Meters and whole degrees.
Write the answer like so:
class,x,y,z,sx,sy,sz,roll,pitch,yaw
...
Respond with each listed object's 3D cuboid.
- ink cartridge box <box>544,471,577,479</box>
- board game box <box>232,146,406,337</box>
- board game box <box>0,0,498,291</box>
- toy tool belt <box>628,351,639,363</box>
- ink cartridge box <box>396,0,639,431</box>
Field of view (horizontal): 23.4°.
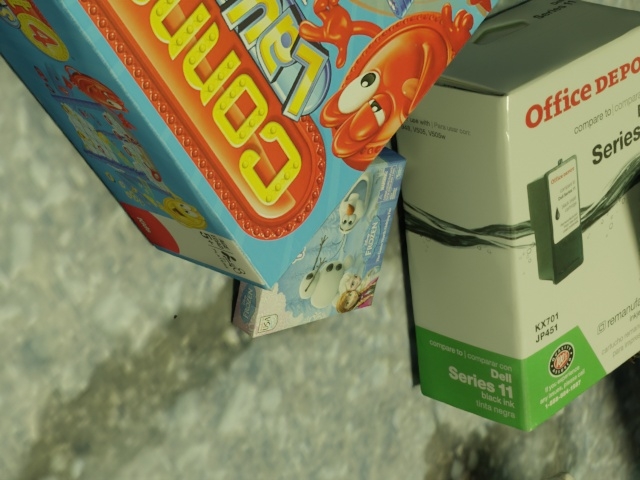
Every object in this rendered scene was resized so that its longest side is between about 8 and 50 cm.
class,x,y,z,sx,sy,sz,roll,pitch,yaw
ink cartridge box,0.195,0.298,0.942,0.273,0.114,0.197,40,33,-28
board game box,0.000,0.000,0.812,0.090,0.020,0.090,-12,124,-42
board game box,-0.028,-0.190,0.680,0.302,0.086,0.308,-53,134,-20
toy tool belt,0.226,0.045,1.049,0.083,0.051,0.052,-54,135,-19
ink cartridge box,0.127,-0.020,0.898,0.153,0.087,0.208,-29,122,-37
